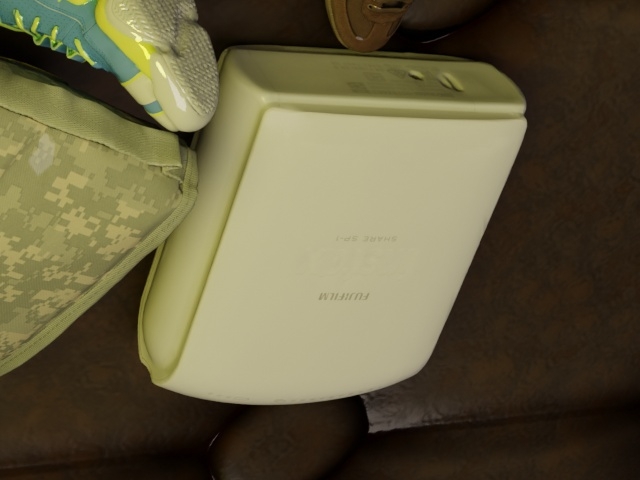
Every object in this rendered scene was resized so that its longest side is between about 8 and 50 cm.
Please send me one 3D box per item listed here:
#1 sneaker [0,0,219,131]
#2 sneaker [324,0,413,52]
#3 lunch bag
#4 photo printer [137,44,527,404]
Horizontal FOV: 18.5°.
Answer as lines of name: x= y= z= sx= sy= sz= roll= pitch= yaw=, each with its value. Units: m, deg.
sneaker: x=-0.164 y=-0.154 z=1.264 sx=0.126 sy=0.240 sz=0.091 roll=-33 pitch=172 yaw=24
sneaker: x=0.051 y=-0.206 z=1.420 sx=0.066 sy=0.071 sz=0.188 roll=-8 pitch=130 yaw=-24
lunch bag: x=-0.249 y=-0.035 z=1.277 sx=0.287 sy=0.169 sz=0.235 roll=-29 pitch=144 yaw=35
photo printer: x=0.000 y=0.000 z=1.544 sx=0.256 sy=0.107 sz=0.307 roll=1 pitch=126 yaw=-30
